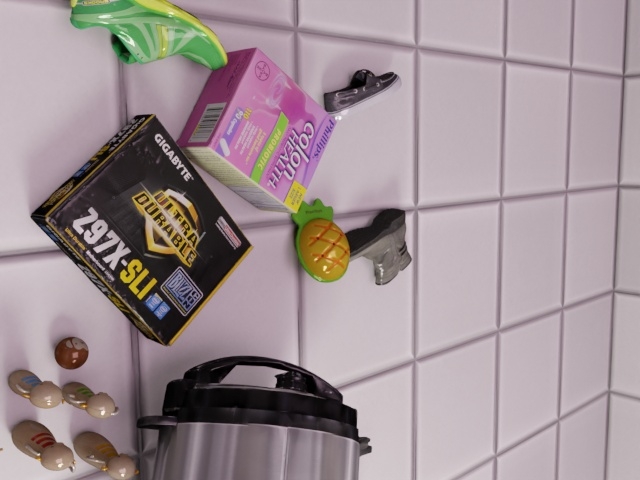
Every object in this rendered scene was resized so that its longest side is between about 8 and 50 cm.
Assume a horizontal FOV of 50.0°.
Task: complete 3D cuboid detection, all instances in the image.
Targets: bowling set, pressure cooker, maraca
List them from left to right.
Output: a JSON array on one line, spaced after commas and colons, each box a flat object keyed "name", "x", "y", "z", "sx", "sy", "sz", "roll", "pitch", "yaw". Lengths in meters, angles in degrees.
[{"name": "bowling set", "x": -0.408, "y": 0.254, "z": 1.066, "sx": 0.287, "sy": 0.154, "sz": 0.200, "roll": 21, "pitch": 81, "yaw": -44}, {"name": "pressure cooker", "x": -0.106, "y": 0.415, "z": 1.203, "sx": 0.370, "sy": 0.375, "sz": 0.421, "roll": 52, "pitch": 39, "yaw": -62}, {"name": "maraca", "x": 0.000, "y": 0.000, "z": 1.469, "sx": 0.127, "sy": 0.099, "sz": 0.186, "roll": -10, "pitch": 80, "yaw": -35}]

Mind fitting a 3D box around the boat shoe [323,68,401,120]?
[{"name": "boat shoe", "x": 0.092, "y": -0.341, "z": 1.530, "sx": 0.228, "sy": 0.080, "sz": 0.076, "roll": -32, "pitch": 118, "yaw": -28}]

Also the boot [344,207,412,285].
[{"name": "boot", "x": 0.132, "y": 0.041, "z": 1.612, "sx": 0.246, "sy": 0.083, "sz": 0.161, "roll": -31, "pitch": 121, "yaw": -35}]

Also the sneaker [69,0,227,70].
[{"name": "sneaker", "x": -0.289, "y": -0.351, "z": 1.159, "sx": 0.295, "sy": 0.109, "sz": 0.124, "roll": 17, "pitch": 107, "yaw": -45}]

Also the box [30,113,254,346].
[{"name": "box", "x": -0.294, "y": -0.014, "z": 1.197, "sx": 0.257, "sy": 0.079, "sz": 0.322, "roll": -50, "pitch": 126, "yaw": -25}]

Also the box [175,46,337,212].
[{"name": "box", "x": -0.117, "y": -0.203, "z": 1.313, "sx": 0.243, "sy": 0.117, "sz": 0.214, "roll": 37, "pitch": 70, "yaw": -40}]
